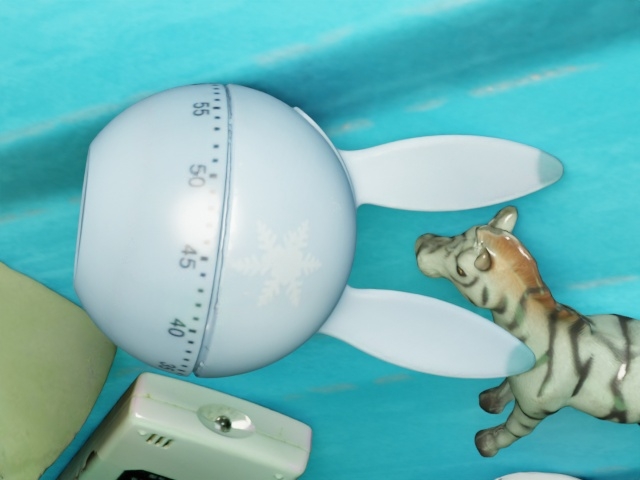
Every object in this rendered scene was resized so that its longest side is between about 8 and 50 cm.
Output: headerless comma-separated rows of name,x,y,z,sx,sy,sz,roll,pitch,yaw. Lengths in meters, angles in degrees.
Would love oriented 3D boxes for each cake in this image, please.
cake,-0.277,0.042,1.167,0.158,0.172,0.283,-29,98,39

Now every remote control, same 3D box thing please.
remote control,-0.133,0.204,1.380,0.145,0.050,0.344,20,148,-15

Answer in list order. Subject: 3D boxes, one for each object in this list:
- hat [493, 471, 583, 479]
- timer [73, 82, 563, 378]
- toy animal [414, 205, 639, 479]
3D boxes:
hat,0.164,0.252,1.295,0.203,0.126,0.203,8,149,5
timer,-0.017,-0.004,0.945,0.255,0.175,0.175,2,156,-33
toy animal,0.151,0.085,1.074,0.255,0.090,0.170,23,143,-24
